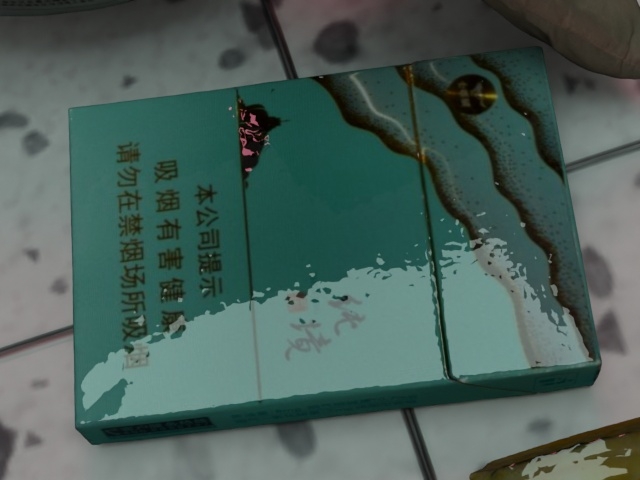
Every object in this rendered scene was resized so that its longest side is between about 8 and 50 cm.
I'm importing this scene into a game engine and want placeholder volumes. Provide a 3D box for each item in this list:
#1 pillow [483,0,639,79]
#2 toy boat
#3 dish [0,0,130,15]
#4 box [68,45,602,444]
[{"bbox_3d":[0.039,-0.176,0.597,0.067,0.270,0.173,-44,45,28],"label":"pillow"},{"bbox_3d":[0.108,0.114,0.554,0.172,0.065,0.066,-16,86,2],"label":"toy boat"},{"bbox_3d":[-0.140,-0.214,0.684,0.256,0.117,0.256,-2,68,6],"label":"dish"},{"bbox_3d":[0.001,0.000,0.621,0.229,0.041,0.162,-7,67,3],"label":"box"}]
